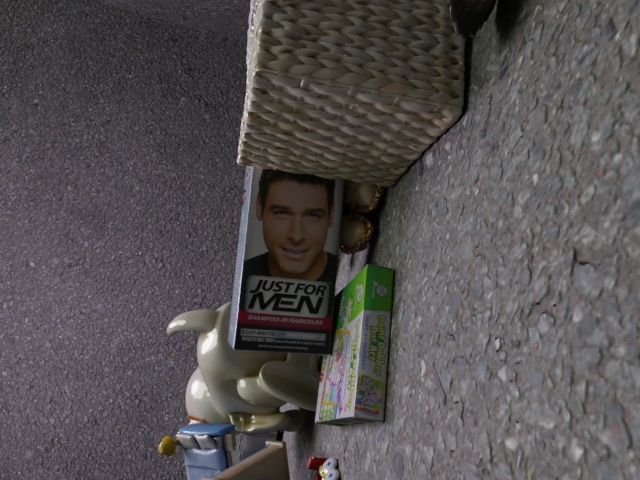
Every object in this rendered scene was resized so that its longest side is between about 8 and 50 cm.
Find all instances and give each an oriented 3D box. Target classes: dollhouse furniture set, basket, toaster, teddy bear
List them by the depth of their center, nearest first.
[{"bbox_3d":[0.038,-0.279,0.850,0.328,0.331,0.267,129,145,-69],"label":"basket"},{"bbox_3d":[-0.233,0.551,1.031,0.303,0.198,0.287,-10,85,33],"label":"dollhouse furniture set"},{"bbox_3d":[0.053,-0.054,1.136,0.338,0.113,0.245,146,130,-64],"label":"teddy bear"},{"bbox_3d":[-0.190,0.629,1.575,0.168,0.110,0.186,-170,92,-79],"label":"toaster"}]

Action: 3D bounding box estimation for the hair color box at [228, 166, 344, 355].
[{"bbox_3d":[-0.067,0.027,0.998,0.113,0.185,0.375,163,112,-74],"label":"hair color box"}]

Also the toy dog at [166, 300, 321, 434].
[{"bbox_3d":[-0.195,0.340,1.215,0.408,0.395,0.285,124,149,-42],"label":"toy dog"}]

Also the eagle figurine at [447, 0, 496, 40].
[{"bbox_3d":[0.210,-0.415,0.565,0.226,0.225,0.298,-8,-102,-60],"label":"eagle figurine"}]

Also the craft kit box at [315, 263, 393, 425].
[{"bbox_3d":[0.057,0.199,0.907,0.247,0.060,0.250,129,152,-62],"label":"craft kit box"}]

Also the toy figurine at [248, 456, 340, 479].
[{"bbox_3d":[-0.086,0.528,0.830,0.363,0.217,0.191,-97,21,-63],"label":"toy figurine"}]
